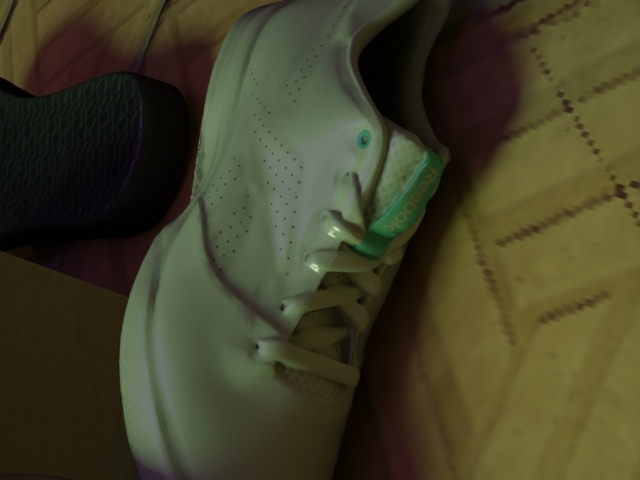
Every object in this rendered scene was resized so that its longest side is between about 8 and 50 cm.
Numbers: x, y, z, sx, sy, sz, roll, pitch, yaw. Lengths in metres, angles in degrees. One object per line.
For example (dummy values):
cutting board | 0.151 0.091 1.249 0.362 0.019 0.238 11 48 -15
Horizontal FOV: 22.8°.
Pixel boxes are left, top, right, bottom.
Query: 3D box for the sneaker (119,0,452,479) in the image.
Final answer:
sneaker | 0.000 0.000 0.508 0.094 0.080 0.212 -17 55 40

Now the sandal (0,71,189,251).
sandal | -0.140 -0.033 0.791 0.254 0.054 0.097 8 85 51

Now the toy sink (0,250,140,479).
toy sink | -0.188 0.113 0.679 0.234 0.131 0.152 -30 46 48

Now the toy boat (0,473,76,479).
toy boat | -0.081 0.185 0.462 0.151 0.151 0.231 85 160 -52
